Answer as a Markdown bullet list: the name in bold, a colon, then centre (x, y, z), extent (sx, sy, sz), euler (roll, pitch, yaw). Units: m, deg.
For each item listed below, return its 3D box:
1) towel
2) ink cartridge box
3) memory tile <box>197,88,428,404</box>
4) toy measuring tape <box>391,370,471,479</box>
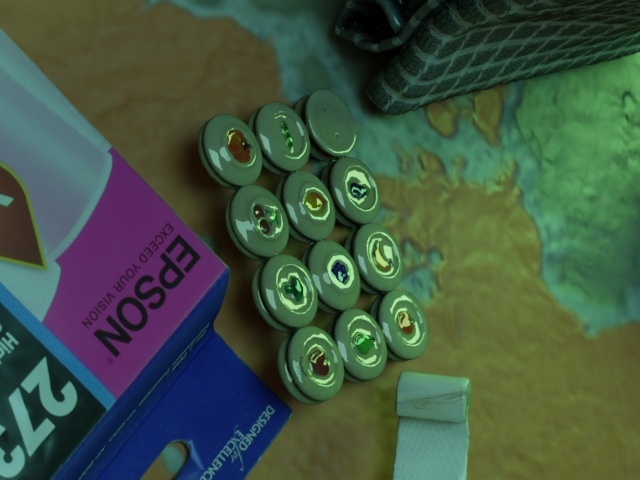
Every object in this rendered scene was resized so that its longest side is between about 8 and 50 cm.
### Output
- **towel**: centre (0.165, -0.160, 0.834), extent (0.283, 0.235, 0.121), euler (-15, 91, -35)
- **ink cartridge box**: centre (-0.167, 0.006, 0.678), extent (0.371, 0.069, 0.176), euler (48, 57, -16)
- **memory tile**: centre (0.000, 0.000, 0.798), extent (0.113, 0.012, 0.148), euler (-18, 86, -50)
- **toy measuring tape**: centre (0.029, 0.206, 0.710), extent (0.121, 0.121, 0.330), euler (19, 68, -27)
